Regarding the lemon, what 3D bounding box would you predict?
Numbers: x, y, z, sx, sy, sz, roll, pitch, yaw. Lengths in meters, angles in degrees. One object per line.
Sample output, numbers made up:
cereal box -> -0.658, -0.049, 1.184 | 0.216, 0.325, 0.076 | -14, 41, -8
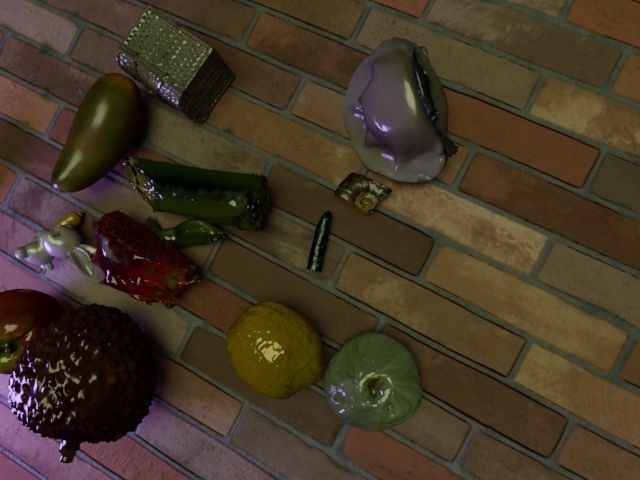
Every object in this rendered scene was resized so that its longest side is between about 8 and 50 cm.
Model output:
lemon -> -0.090, 0.212, 0.913 | 0.193, 0.180, 0.180 | 41, 94, -18

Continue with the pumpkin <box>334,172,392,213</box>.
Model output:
pumpkin -> 0.089, -0.099, 0.980 | 0.101, 0.035, 0.073 | 32, 80, 15

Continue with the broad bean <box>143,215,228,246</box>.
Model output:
broad bean -> -0.300, -0.016, 1.035 | 0.214, 0.048, 0.070 | 5, 87, 14

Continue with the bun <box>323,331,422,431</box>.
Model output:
bun -> 0.098, 0.278, 0.905 | 0.196, 0.118, 0.195 | 0, 88, 12

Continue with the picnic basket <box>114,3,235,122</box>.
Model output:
picnic basket -> -0.323, -0.377, 1.027 | 0.196, 0.134, 0.154 | 37, 89, 11

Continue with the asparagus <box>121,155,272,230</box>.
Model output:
asparagus -> -0.289, -0.108, 1.010 | 0.382, 0.108, 0.128 | 11, 72, 13

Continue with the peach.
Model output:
peach -> -0.653, 0.189, 1.016 | 0.197, 0.197, 0.197 | -1, 85, 10

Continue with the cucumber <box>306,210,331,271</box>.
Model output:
cucumber -> 0.000, 0.000, 0.987 | 0.032, 0.032, 0.133 | 13, 89, 11

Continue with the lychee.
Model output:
lychee -> -0.463, 0.278, 0.929 | 0.276, 0.275, 0.304 | -1, 68, 10

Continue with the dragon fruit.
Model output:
dragon fruit -> -0.404, 0.064, 0.987 | 0.274, 0.126, 0.161 | 32, 112, 17

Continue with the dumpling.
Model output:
dumpling -> 0.150, -0.251, 0.919 | 0.205, 0.163, 0.292 | -13, 95, 5

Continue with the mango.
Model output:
mango -> -0.493, -0.235, 1.041 | 0.129, 0.146, 0.289 | 32, 98, -29

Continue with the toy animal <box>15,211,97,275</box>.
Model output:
toy animal -> -0.581, 0.012, 1.076 | 0.182, 0.131, 0.127 | -8, 116, 17
